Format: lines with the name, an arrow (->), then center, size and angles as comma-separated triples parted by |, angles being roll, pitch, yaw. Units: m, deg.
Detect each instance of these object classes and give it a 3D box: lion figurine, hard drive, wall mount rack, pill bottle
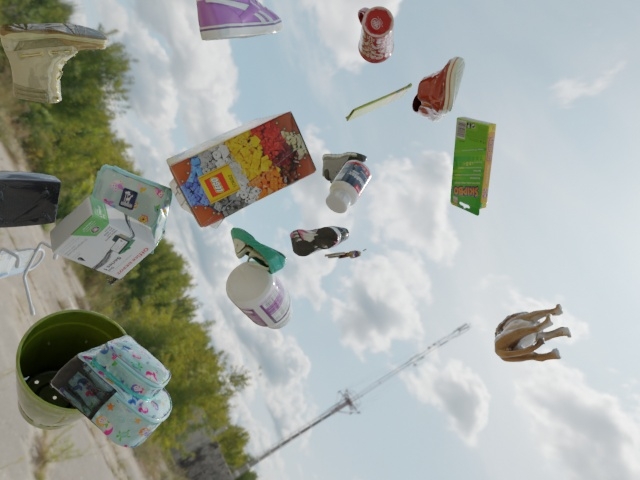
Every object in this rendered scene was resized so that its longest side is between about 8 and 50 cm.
lion figurine -> 0.599, 0.290, 1.440 | 0.240, 0.392, 0.142 | -24, -106, 33
hard drive -> -0.827, -0.108, 1.252 | 0.054, 0.254, 0.172 | 55, -48, 30
wall mount rack -> -1.158, 0.158, 1.833 | 0.130, 0.304, 0.350 | 30, 10, 4
pill bottle -> 0.093, -0.181, 1.653 | 0.108, 0.180, 0.108 | 22, -34, 16
pill bottle -> -0.200, 0.205, 1.696 | 0.169, 0.169, 0.301 | 50, -7, 32

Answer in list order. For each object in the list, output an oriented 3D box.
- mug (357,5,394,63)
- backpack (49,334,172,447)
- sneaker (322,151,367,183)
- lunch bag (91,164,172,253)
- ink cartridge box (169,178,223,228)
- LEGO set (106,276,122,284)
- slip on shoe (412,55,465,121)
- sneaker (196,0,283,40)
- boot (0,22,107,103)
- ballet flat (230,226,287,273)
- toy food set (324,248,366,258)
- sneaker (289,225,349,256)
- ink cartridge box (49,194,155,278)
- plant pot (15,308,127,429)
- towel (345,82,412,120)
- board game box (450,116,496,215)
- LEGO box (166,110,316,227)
mug -> 0.155, -0.630, 1.454 | 0.150, 0.113, 0.169 | 32, 2, 4
backpack -> -0.479, 0.364, 1.170 | 0.253, 0.191, 0.225 | 48, -5, 2
sneaker -> 0.093, -0.286, 1.961 | 0.228, 0.086, 0.132 | 6, -94, 47
lunch bag -> -0.608, -0.109, 1.554 | 0.160, 0.223, 0.262 | -76, -169, -45
ink cartridge box -> -0.537, -0.192, 2.131 | 0.198, 0.115, 0.273 | 36, 6, -38
LEGO set -> -0.659, 0.125, 1.562 | 0.083, 0.054, 0.023 | 5, -32, 40
slip on shoe -> 0.315, -0.404, 1.307 | 0.331, 0.101, 0.123 | 0, 108, -88
sneaker -> -0.175, -0.543, 1.085 | 0.102, 0.282, 0.161 | 1, -68, 25
boot -> -0.737, -0.496, 1.360 | 0.095, 0.262, 0.203 | 49, -40, 39
ballet flat -> -0.225, 0.035, 1.569 | 0.247, 0.087, 0.083 | 28, -38, 25
toy food set -> 0.073, 0.044, 1.386 | 0.078, 0.122, 0.019 | 54, 28, -82
sneaker -> 0.000, 0.000, 1.204 | 0.178, 0.077, 0.072 | -2, -84, 46
ink cartridge box -> -0.598, -0.003, 1.339 | 0.219, 0.160, 0.092 | 38, 16, -51
plant pot -> -0.900, 0.491, 1.698 | 0.353, 0.366, 0.366 | -46, -113, 34
towel -> 0.200, -0.477, 1.655 | 0.021, 0.237, 0.102 | 63, -14, 2
board game box -> 0.424, -0.207, 1.353 | 0.124, 0.039, 0.259 | 39, -45, 54
LEGO box -> -0.280, -0.242, 1.546 | 0.193, 0.372, 0.500 | 66, -12, -18
